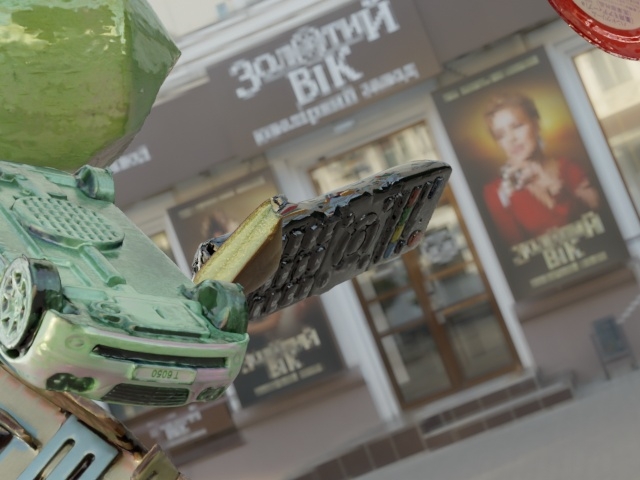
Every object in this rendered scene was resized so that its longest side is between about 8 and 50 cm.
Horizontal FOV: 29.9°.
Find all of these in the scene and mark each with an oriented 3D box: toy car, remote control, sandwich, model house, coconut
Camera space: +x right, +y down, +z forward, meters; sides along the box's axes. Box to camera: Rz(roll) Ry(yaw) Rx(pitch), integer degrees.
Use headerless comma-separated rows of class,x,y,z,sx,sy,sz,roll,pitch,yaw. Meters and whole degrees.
toy car,-0.115,0.017,0.502,0.090,0.076,0.224,11,16,-36
remote control,0.000,0.000,1.250,0.398,0.062,0.145,-21,-38,-51
sandwich,-0.049,0.013,0.804,0.083,0.031,0.044,-46,-25,8
model house,-0.218,0.221,0.828,0.244,0.326,0.169,-52,-28,-15
coconut,-0.309,-0.198,1.328,0.328,0.281,0.328,3,20,-1

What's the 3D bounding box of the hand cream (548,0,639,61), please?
hand cream,0.266,-0.253,0.974,0.125,0.193,0.193,-40,1,-17
